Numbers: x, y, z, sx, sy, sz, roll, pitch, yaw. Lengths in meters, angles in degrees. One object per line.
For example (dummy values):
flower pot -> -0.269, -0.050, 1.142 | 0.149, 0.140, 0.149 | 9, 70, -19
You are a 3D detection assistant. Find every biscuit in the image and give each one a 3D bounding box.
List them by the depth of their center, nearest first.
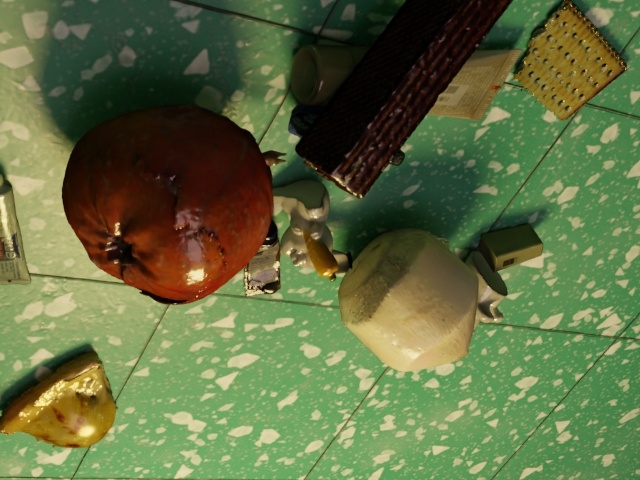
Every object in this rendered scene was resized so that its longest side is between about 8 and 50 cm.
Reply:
biscuit -> 0.122, -0.234, 1.494 | 0.073, 0.107, 0.388 | 35, 93, -38
biscuit -> 0.367, -0.263, 1.741 | 0.144, 0.016, 0.203 | -41, 138, 19

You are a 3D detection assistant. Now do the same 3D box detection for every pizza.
pizza -> -0.397, 0.277, 1.907 | 0.204, 0.080, 0.188 | -43, 137, 19

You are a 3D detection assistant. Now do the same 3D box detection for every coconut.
coconut -> 0.152, 0.103, 1.863 | 0.234, 0.224, 0.224 | 31, 119, -13

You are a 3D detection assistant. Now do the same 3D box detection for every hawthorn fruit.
hawthorn fruit -> -0.169, -0.063, 1.533 | 0.307, 0.276, 0.276 | -31, 149, -38

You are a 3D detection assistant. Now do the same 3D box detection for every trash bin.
trash bin -> 0.327, 0.010, 1.984 | 0.092, 0.061, 0.043 | -17, 139, -13

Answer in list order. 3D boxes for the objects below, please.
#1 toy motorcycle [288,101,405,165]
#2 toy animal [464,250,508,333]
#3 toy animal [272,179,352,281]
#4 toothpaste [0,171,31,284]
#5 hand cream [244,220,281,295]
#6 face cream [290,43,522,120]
toy motorcycle -> 0.028, -0.152, 1.628 | 0.205, 0.114, 0.076 | 12, 114, -40
toy animal -> 0.217, 0.129, 2.012 | 0.221, 0.131, 0.104 | -37, 180, 16
toy animal -> 0.000, 0.000, 1.765 | 0.127, 0.131, 0.181 | -41, 136, -38
toothpaste -> -0.440, -0.013, 1.609 | 0.060, 0.038, 0.233 | -7, 140, -14
hand cream -> -0.089, 0.030, 1.827 | 0.062, 0.039, 0.163 | -13, 144, -16
face cream -> 0.123, -0.224, 1.627 | 0.341, 0.084, 0.137 | -2, 137, -32
